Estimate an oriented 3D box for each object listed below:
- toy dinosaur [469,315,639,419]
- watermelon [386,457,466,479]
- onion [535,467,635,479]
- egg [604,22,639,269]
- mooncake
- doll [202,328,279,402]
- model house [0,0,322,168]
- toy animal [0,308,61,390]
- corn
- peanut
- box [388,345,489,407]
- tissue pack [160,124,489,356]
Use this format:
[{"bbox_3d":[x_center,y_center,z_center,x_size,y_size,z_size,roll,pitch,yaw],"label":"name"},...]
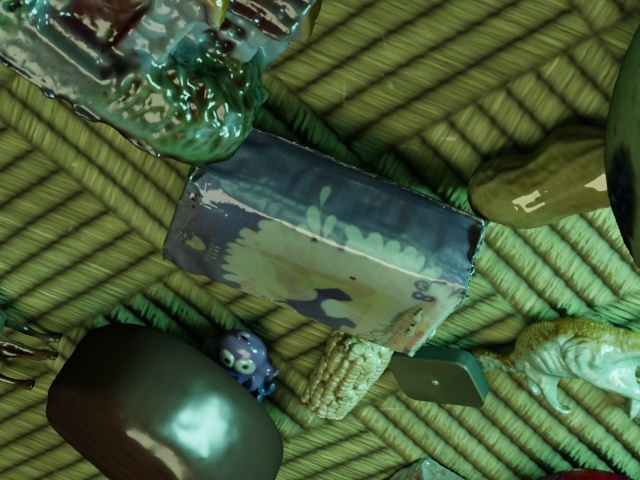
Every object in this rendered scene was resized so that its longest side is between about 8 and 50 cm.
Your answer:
[{"bbox_3d":[0.364,0.152,1.822,0.205,0.092,0.393,44,139,-18],"label":"toy dinosaur"},{"bbox_3d":[0.159,0.437,2.152,0.262,0.201,0.213,-7,152,-41],"label":"watermelon"},{"bbox_3d":[0.369,0.440,2.005,0.276,0.276,0.276,9,136,8],"label":"onion"},{"bbox_3d":[0.436,-0.101,1.360,0.345,0.345,0.428,4,131,13],"label":"egg"},{"bbox_3d":[-0.222,0.258,2.007,0.334,0.174,0.326,20,153,21],"label":"mooncake"},{"bbox_3d":[-0.109,0.176,2.006,0.110,0.067,0.206,21,147,8],"label":"doll"},{"bbox_3d":[-0.114,-0.308,1.365,0.360,0.297,0.339,36,130,-18],"label":"model house"},{"bbox_3d":[-0.487,0.109,2.036,0.260,0.087,0.243,26,134,-14],"label":"toy animal"},{"bbox_3d":[0.030,0.175,1.946,0.087,0.087,0.211,23,135,-6],"label":"corn"},{"bbox_3d":[0.258,-0.067,1.630,0.214,0.090,0.098,-19,119,31],"label":"peanut"},{"bbox_3d":[0.155,0.175,1.925,0.126,0.031,0.091,2,136,38],"label":"box"},{"bbox_3d":[0.000,0.000,1.719,0.344,0.125,0.242,21,154,-5],"label":"tissue pack"}]
